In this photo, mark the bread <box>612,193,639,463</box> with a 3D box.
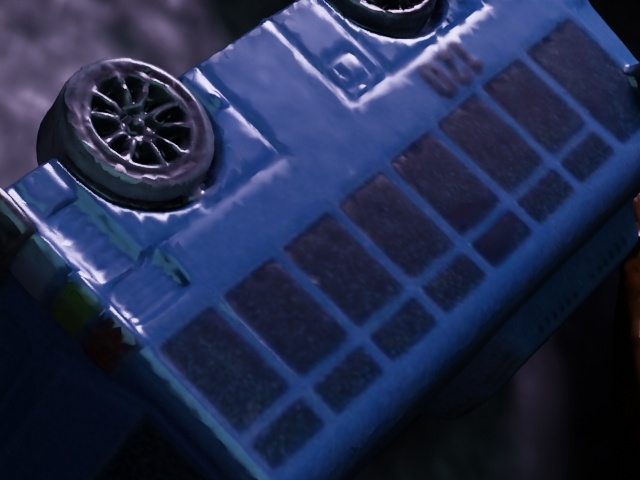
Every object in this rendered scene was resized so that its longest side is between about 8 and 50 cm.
[{"bbox_3d":[0.238,0.040,0.590,0.312,0.172,0.312,17,50,-22],"label":"bread"}]

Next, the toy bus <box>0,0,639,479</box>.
[{"bbox_3d":[0.000,0.000,0.519,0.133,0.116,0.234,45,47,7],"label":"toy bus"}]
